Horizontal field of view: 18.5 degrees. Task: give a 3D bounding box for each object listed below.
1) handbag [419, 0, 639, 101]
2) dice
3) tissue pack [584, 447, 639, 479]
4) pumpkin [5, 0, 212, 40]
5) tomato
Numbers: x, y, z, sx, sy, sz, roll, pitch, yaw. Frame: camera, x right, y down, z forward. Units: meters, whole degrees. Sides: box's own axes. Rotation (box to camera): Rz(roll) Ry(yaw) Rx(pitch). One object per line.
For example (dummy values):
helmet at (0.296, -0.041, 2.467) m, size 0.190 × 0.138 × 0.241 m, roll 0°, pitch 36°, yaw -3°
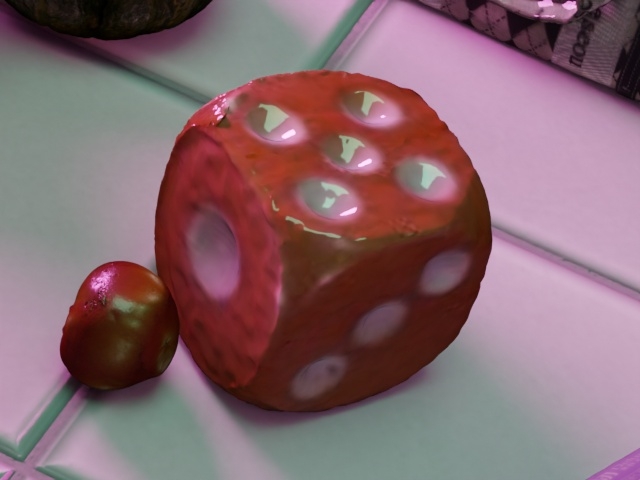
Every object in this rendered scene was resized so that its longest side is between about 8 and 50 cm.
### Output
handbag at (0.199, -0.306, 1.608) m, size 0.416 × 0.316 × 0.180 m, roll 26°, pitch 50°, yaw 10°
dice at (0.000, 0.000, 1.338) m, size 0.179 × 0.174 × 0.175 m, roll -12°, pitch 48°, yaw -33°
tissue pack at (0.288, 0.204, 1.170) m, size 0.338 × 0.160 × 0.242 m, roll -24°, pitch 19°, yaw -34°
pumpkin at (-0.172, -0.270, 1.571) m, size 0.238 × 0.159 × 0.238 m, roll 6°, pitch 47°, yaw -6°
tomato at (-0.130, 0.057, 1.299) m, size 0.075 × 0.087 × 0.087 m, roll 22°, pitch 43°, yaw 3°
